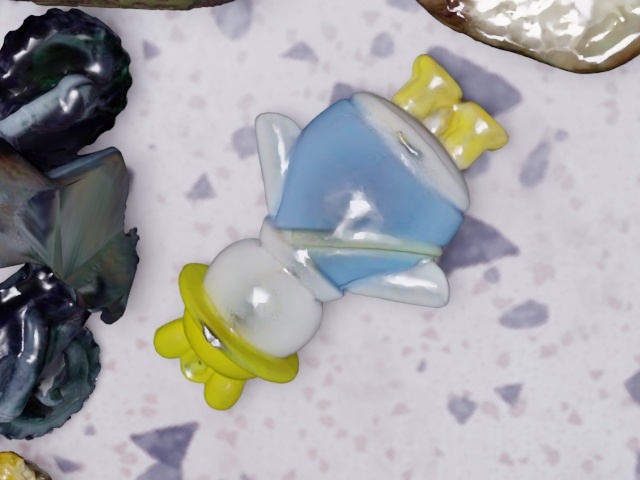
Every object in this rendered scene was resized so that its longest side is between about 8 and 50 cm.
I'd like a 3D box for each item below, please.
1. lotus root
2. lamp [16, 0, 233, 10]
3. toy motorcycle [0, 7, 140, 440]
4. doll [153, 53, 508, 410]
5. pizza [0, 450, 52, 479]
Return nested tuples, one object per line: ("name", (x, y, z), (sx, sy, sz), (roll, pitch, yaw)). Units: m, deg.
("lotus root", (0.100, -0.206, 1.041), (0.170, 0.074, 0.261), (-34, 98, 11))
("lamp", (-0.116, -0.209, 1.003), (0.258, 0.180, 0.180), (2, 102, 3))
("toy motorcycle", (-0.185, 0.001, 1.047), (0.159, 0.106, 0.270), (-10, 120, -38))
("doll", (0.000, -0.001, 1.073), (0.241, 0.099, 0.135), (-45, 120, 11))
("pizza", (-0.198, 0.174, 1.116), (0.178, 0.041, 0.131), (30, 137, -14))
